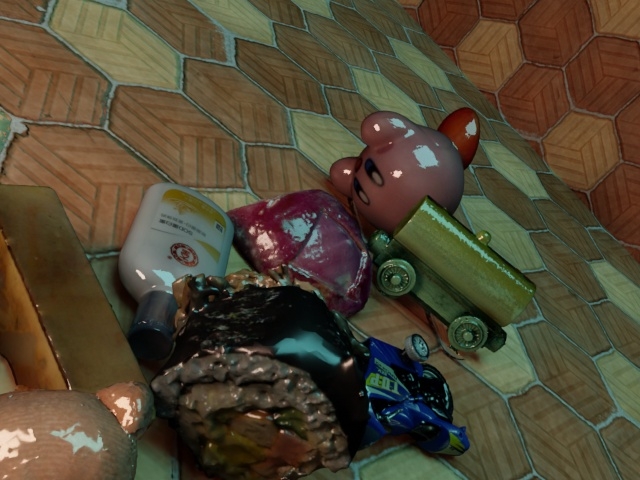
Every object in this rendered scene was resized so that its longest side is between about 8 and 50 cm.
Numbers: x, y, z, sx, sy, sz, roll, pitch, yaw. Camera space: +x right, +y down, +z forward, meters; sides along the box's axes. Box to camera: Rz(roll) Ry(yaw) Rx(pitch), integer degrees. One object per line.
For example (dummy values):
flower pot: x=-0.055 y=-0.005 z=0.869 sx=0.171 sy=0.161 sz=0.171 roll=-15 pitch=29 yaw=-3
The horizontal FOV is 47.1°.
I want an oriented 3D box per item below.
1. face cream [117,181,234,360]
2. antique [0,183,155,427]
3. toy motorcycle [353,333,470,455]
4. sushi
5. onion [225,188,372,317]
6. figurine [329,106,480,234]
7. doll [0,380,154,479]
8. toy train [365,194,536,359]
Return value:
face cream: x=-0.191 y=0.034 z=0.948 sx=0.144 sy=0.071 sz=0.291 roll=31 pitch=31 yaw=-17
antique: x=-0.279 y=0.082 z=0.759 sx=0.087 sy=0.093 sz=0.310 roll=-1 pitch=49 yaw=-50
toy motorcycle: x=0.096 y=0.218 z=1.003 sx=0.315 sy=0.113 sz=0.168 roll=28 pitch=42 yaw=-37
sushi: x=-0.055 y=0.136 z=0.814 sx=0.225 sy=0.238 sz=0.218 roll=2 pitch=25 yaw=4
onion: x=0.000 y=0.000 z=1.182 sx=0.247 sy=0.111 sz=0.250 roll=48 pitch=29 yaw=16
figurine: x=0.182 y=-0.114 z=1.423 sx=0.262 sy=0.269 sz=0.211 roll=0 pitch=54 yaw=-38
doll: x=-0.220 y=0.265 z=0.566 sx=0.201 sy=0.156 sz=0.303 roll=-6 pitch=65 yaw=-2
toy train: x=0.227 y=0.066 z=1.268 sx=0.307 sy=0.189 sz=0.126 roll=40 pitch=28 yaw=-4
